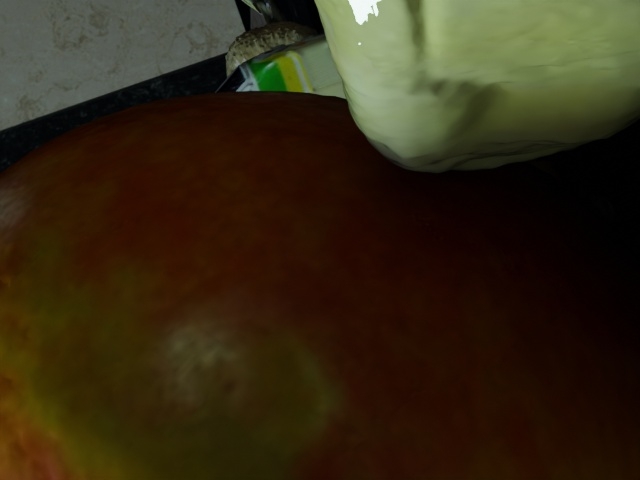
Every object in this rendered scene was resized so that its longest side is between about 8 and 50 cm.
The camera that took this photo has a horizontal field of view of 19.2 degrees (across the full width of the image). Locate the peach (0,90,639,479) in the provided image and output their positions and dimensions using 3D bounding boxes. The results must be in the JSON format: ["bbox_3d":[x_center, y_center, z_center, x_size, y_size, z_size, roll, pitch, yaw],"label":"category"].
[{"bbox_3d":[-0.019,0.119,0.758,0.388,0.388,0.388,161,90,-87],"label":"peach"}]

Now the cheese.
[{"bbox_3d":[0.041,-0.134,0.605,0.226,0.117,0.214,66,-170,-75],"label":"cheese"}]

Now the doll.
[{"bbox_3d":[-0.030,-0.146,1.768,0.105,0.115,0.221,-19,82,52],"label":"doll"}]

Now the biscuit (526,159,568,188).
[{"bbox_3d":[0.126,0.081,1.001,0.301,0.043,0.278,74,176,-46],"label":"biscuit"}]

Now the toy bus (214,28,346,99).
[{"bbox_3d":[0.000,0.000,1.433,0.143,0.179,0.305,-142,33,-84],"label":"toy bus"}]
